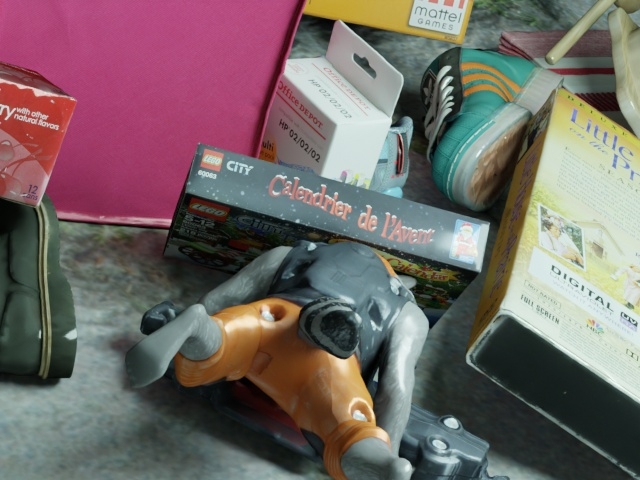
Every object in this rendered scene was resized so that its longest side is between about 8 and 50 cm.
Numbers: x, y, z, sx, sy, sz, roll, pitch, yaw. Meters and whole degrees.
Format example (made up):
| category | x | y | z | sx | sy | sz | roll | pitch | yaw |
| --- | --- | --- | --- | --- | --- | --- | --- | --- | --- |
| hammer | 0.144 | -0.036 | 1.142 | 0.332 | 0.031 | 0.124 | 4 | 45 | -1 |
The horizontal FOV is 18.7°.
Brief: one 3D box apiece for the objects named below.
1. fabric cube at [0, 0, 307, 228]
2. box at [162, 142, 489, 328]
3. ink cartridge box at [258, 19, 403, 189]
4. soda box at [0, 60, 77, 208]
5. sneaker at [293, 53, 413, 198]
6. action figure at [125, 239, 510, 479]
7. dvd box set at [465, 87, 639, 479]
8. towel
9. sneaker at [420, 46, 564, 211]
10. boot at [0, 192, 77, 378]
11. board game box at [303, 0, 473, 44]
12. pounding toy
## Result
| category | x | y | z | sx | sy | sz | roll | pitch | yaw |
| --- | --- | --- | --- | --- | --- | --- | --- | --- | --- |
| fabric cube | -0.185 | -0.190 | 1.630 | 0.254 | 0.259 | 0.258 | 6 | 33 | -23 |
| box | 0.000 | 0.000 | 1.533 | 0.233 | 0.159 | 0.044 | 15 | 70 | -5 |
| ink cartridge box | -0.005 | -0.083 | 1.630 | 0.061 | 0.181 | 0.104 | -8 | 39 | -37 |
| soda box | -0.316 | -0.104 | 1.399 | 0.263 | 0.092 | 0.083 | 15 | 11 | -34 |
| sneaker | -0.010 | -0.126 | 1.753 | 0.262 | 0.125 | 0.104 | 37 | 34 | 28 |
| action figure | 0.037 | 0.094 | 1.356 | 0.341 | 0.178 | 0.330 | 25 | 17 | 1 |
| dvd box set | 0.282 | 0.056 | 1.608 | 0.307 | 0.062 | 0.420 | 34 | 30 | -7 |
| towel | 0.363 | -0.125 | 2.050 | 0.237 | 0.037 | 0.329 | -6 | 40 | -39 |
| sneaker | 0.139 | -0.113 | 1.845 | 0.121 | 0.108 | 0.302 | 24 | 23 | 11 |
| boot | -0.261 | 0.023 | 1.432 | 0.137 | 0.077 | 0.198 | 0 | 34 | -19 |
| board game box | -0.023 | -0.437 | 1.953 | 0.356 | 0.356 | 0.356 | 9 | 18 | -15 |
| pounding toy | 0.330 | -0.157 | 1.962 | 0.154 | 0.155 | 0.269 | 48 | 29 | -33 |
